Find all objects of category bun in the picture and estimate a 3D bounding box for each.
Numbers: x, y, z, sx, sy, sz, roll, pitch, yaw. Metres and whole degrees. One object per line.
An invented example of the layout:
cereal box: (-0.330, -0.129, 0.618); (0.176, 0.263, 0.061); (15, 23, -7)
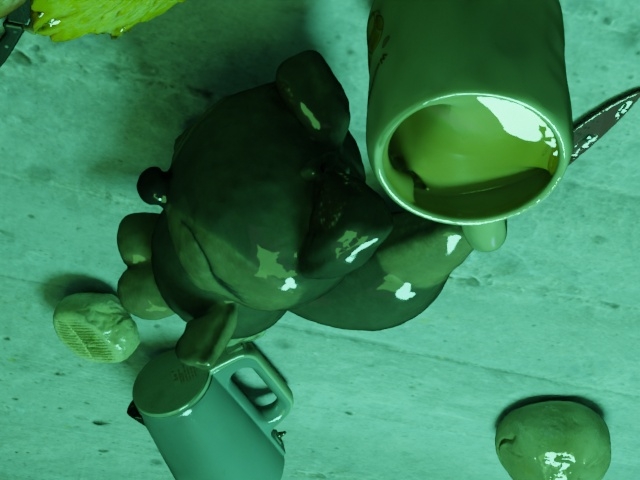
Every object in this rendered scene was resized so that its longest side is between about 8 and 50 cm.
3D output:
bun: (-0.285, 0.107, 1.360); (0.115, 0.069, 0.115); (17, 139, 16)
bun: (0.341, 0.317, 1.547); (0.166, 0.113, 0.173); (-4, 139, 9)

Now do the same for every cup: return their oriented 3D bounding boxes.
cup: (0.149, -0.119, 0.929); (0.173, 0.202, 0.255); (-23, 134, 30)

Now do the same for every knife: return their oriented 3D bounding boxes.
knife: (0.248, -0.085, 1.121); (0.035, 0.018, 0.247); (25, 135, -20)
knife: (-0.280, -0.216, 0.994); (0.023, 0.010, 0.170); (20, 138, -29)

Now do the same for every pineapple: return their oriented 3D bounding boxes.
pineapple: (-0.181, -0.246, 0.830); (0.164, 0.250, 0.140); (50, 129, -1)

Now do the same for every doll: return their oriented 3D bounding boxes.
doll: (-0.005, -0.034, 1.075); (0.378, 0.252, 0.382); (-11, 166, -34)

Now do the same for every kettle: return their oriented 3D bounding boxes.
kettle: (-0.139, 0.256, 1.494); (0.210, 0.160, 0.243); (-22, 133, 2)

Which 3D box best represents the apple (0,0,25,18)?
apple: (-0.320, -0.248, 0.830); (0.199, 0.199, 0.199); (2, 142, 2)
